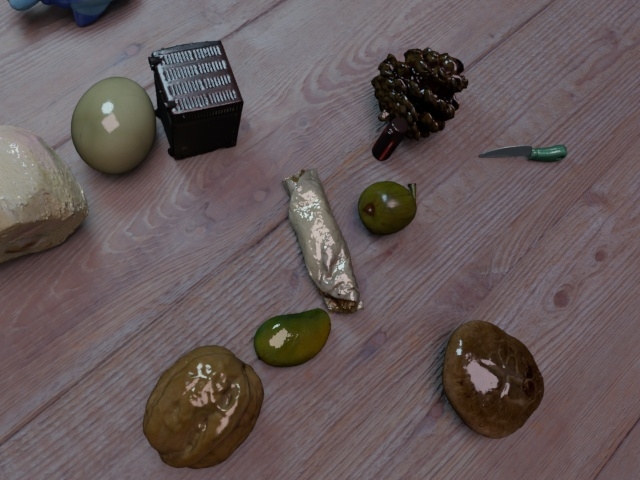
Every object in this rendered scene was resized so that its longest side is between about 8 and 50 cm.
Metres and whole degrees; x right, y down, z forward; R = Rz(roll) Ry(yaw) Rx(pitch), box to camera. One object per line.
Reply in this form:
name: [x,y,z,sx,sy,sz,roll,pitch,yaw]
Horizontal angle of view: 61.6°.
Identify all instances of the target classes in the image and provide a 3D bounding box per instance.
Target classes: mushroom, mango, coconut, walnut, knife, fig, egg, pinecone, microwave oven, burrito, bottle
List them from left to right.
coconut: [-0.673,-0.099,1.122,0.297,0.297,0.255,-28,84,-17]
egg: [-0.482,-0.273,1.262,0.185,0.186,0.242,8,72,-8]
microwave oven: [-0.302,-0.335,1.287,0.178,0.247,0.188,-20,80,-18]
walnut: [-0.243,0.352,1.117,0.224,0.257,0.257,44,68,-31]
mango: [-0.061,0.230,1.254,0.191,0.085,0.122,-10,73,-12]
burrito: [0.000,0.000,1.338,0.117,0.076,0.392,-17,76,-8]
bottle: [0.180,-0.264,1.397,0.060,0.164,0.060,3,74,-10]
fig: [0.181,-0.081,1.380,0.142,0.186,0.148,-40,57,24]
pinecone: [0.257,-0.396,1.425,0.243,0.243,0.257,42,57,3]
mushroom: [0.414,0.327,1.286,0.278,0.146,0.278,5,73,-17]
knife: [0.581,-0.250,1.523,0.260,0.063,0.035,-2,70,-11]

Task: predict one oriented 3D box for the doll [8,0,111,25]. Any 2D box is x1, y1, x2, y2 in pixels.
doll: [-0.619,-0.703,1.378,0.375,0.187,0.366,-2,64,12]
